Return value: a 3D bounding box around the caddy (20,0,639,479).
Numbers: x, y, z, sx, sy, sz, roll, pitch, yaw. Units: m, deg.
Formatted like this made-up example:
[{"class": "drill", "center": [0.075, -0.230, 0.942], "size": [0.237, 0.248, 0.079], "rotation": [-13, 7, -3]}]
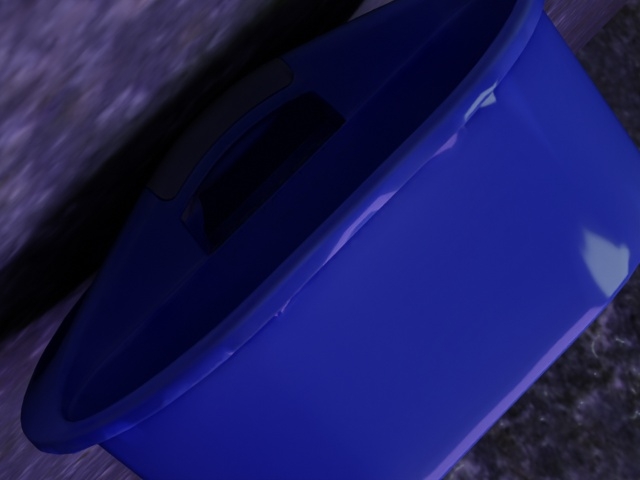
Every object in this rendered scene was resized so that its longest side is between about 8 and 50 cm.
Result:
[{"class": "caddy", "center": [0.000, 0.000, 0.898], "size": [0.341, 0.179, 0.241], "rotation": [-45, -162, -8]}]
